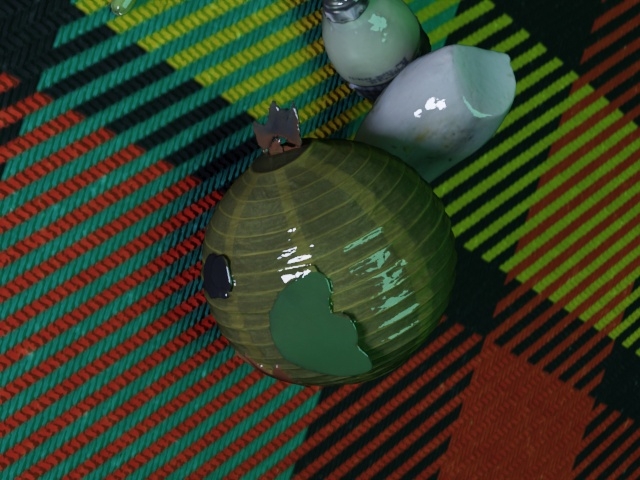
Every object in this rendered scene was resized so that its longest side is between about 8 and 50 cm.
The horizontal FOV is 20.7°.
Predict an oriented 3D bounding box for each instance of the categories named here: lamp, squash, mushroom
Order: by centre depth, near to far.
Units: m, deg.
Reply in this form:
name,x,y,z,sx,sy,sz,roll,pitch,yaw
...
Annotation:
name,x,y,z,sx,sy,sz,roll,pitch,yaw
squash,-0.164,-0.241,1.567,0.027,0.027,0.089,22,85,-50
lamp,0.000,0.000,1.655,0.250,0.250,0.284,-39,118,-36
mushroom,0.086,-0.090,1.775,0.118,0.270,0.103,13,45,-31
lamp,0.060,-0.198,1.788,0.101,0.101,0.250,-67,151,-12
